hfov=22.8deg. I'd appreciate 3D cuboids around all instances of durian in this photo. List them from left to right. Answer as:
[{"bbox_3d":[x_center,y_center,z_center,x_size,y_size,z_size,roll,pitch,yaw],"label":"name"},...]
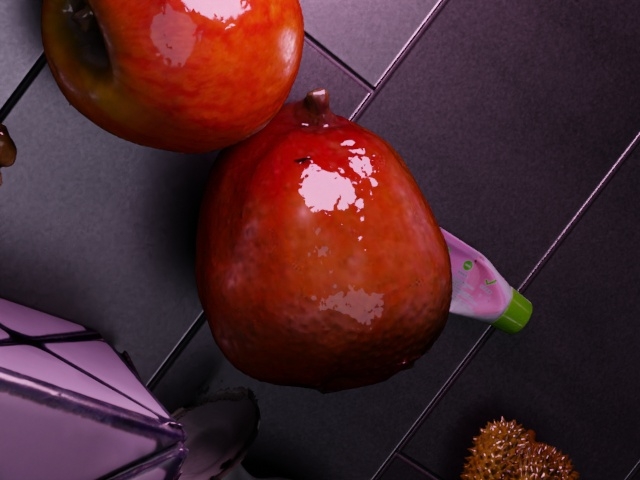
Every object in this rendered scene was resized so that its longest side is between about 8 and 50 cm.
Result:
[{"bbox_3d":[0.248,0.313,2.000,0.158,0.137,0.168,18,94,-6],"label":"durian"}]

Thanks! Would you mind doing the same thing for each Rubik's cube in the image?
[{"bbox_3d":[-0.356,0.233,1.617,0.310,0.307,0.305,22,97,-29],"label":"Rubik's cube"}]

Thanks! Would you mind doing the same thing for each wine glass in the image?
[{"bbox_3d":[-0.059,0.345,1.849,0.190,0.190,0.357,-39,120,-5],"label":"wine glass"}]

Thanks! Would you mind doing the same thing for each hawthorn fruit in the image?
[{"bbox_3d":[-0.006,0.014,1.701,0.295,0.295,0.311,-21,82,-15],"label":"hawthorn fruit"}]

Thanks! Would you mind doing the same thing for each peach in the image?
[{"bbox_3d":[-0.139,-0.220,1.577,0.281,0.238,0.280,17,63,-36],"label":"peach"}]

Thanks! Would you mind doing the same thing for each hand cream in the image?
[{"bbox_3d":[0.137,0.031,1.898,0.275,0.050,0.079,31,70,-24],"label":"hand cream"}]

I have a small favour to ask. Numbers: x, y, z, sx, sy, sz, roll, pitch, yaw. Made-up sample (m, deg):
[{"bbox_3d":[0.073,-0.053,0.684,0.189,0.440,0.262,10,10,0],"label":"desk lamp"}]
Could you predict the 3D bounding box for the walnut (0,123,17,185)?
[{"bbox_3d":[-0.400,-0.085,1.607,0.170,0.069,0.143,22,98,-30],"label":"walnut"}]
